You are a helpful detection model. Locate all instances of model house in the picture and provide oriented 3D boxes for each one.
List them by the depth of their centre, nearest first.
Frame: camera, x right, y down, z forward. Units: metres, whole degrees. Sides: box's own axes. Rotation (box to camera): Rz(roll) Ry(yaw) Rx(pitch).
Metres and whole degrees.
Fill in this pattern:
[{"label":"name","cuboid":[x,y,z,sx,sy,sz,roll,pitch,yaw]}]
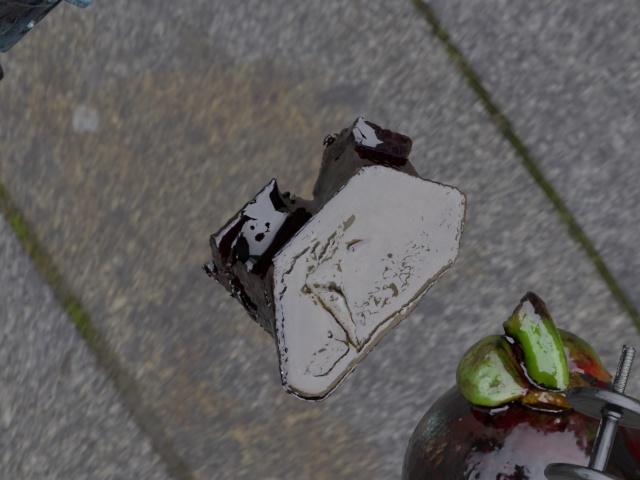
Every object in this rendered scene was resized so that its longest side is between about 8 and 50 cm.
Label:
[{"label":"model house","cuboid":[0.010,0.003,1.320,0.203,0.164,0.141,-40,106,-1]}]

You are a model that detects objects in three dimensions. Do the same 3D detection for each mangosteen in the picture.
[{"label":"mangosteen","cuboid":[0.247,0.241,1.803,0.306,0.306,0.359,13,110,-10]}]

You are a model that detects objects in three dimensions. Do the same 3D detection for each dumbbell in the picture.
[{"label":"dumbbell","cuboid":[0.196,0.143,1.160,0.069,0.069,0.147,21,75,-8]}]

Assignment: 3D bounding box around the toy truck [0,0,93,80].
[{"label":"toy truck","cuboid":[-0.215,-0.153,0.861,0.108,0.257,0.140,-39,84,17]}]
